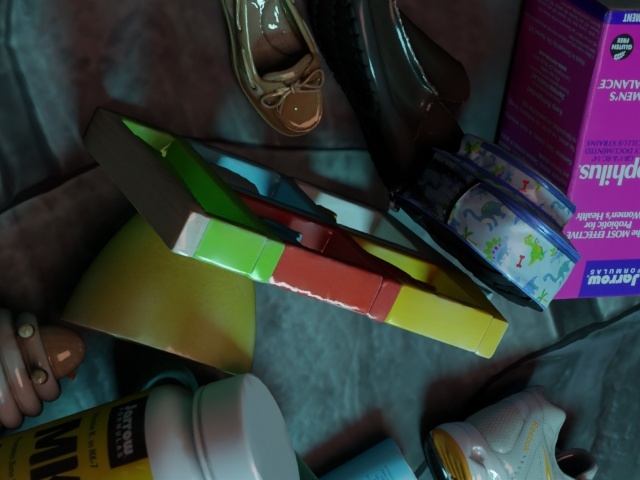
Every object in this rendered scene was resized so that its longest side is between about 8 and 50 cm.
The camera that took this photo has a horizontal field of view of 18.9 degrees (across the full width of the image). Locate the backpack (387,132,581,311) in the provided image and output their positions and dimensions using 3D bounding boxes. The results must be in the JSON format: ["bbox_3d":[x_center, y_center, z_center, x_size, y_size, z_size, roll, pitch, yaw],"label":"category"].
[{"bbox_3d":[0.123,-0.014,1.302,0.084,0.114,0.105,-51,139,3],"label":"backpack"}]

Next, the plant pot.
[{"bbox_3d":[-0.098,0.029,1.299,0.134,0.134,0.095,21,83,-31],"label":"plant pot"}]

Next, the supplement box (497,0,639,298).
[{"bbox_3d":[0.203,-0.079,1.382,0.111,0.114,0.220,-3,117,-25],"label":"supplement box"}]

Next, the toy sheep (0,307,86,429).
[{"bbox_3d":[-0.221,0.088,1.286,0.132,0.091,0.091,-15,120,-4],"label":"toy sheep"}]

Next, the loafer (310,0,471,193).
[{"bbox_3d":[0.058,-0.113,1.325,0.078,0.080,0.220,-33,133,-11],"label":"loafer"}]

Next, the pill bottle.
[{"bbox_3d":[-0.127,0.164,1.263,0.208,0.119,0.119,-19,124,14],"label":"pill bottle"}]

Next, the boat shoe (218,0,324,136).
[{"bbox_3d":[-0.031,-0.131,1.286,0.056,0.048,0.153,-24,121,-12],"label":"boat shoe"}]

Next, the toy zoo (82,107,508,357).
[{"bbox_3d":[0.000,0.000,1.279,0.293,0.192,0.030,19,104,-30],"label":"toy zoo"}]

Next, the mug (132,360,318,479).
[{"bbox_3d":[-0.075,0.171,1.378,0.097,0.158,0.129,-43,158,3],"label":"mug"}]

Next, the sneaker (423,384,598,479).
[{"bbox_3d":[0.180,0.232,1.534,0.121,0.099,0.262,-30,124,-14],"label":"sneaker"}]

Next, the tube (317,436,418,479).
[{"bbox_3d":[-0.020,0.225,1.469,0.207,0.052,0.080,-30,118,-2],"label":"tube"}]
